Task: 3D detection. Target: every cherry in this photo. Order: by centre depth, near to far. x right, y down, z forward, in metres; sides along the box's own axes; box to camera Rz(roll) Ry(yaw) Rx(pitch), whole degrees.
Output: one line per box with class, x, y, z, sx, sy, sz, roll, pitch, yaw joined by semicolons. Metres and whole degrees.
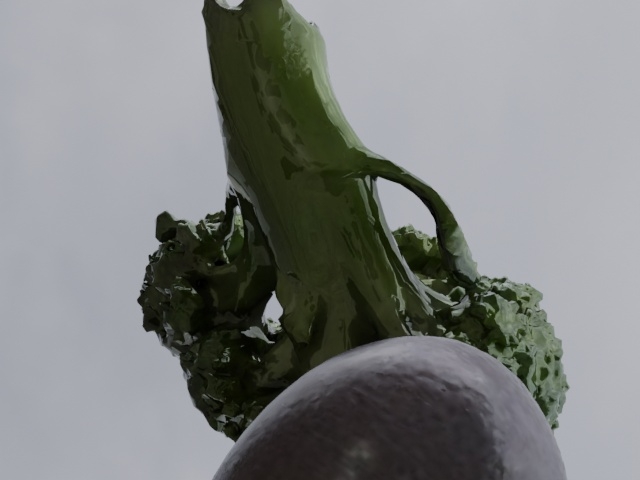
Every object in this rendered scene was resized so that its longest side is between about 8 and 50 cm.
cherry;0.024;0.121;0.631;0.115;0.148;0.188;19;-41;23

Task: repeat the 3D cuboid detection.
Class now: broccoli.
broccoli;0.006;0.021;1.149;0.254;0.186;0.302;-35;-105;47
